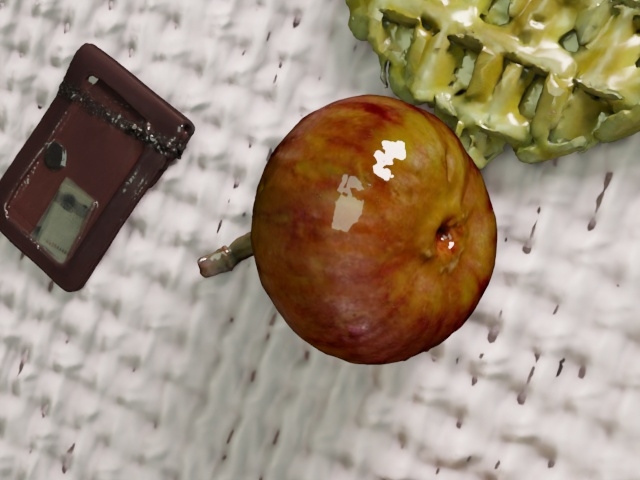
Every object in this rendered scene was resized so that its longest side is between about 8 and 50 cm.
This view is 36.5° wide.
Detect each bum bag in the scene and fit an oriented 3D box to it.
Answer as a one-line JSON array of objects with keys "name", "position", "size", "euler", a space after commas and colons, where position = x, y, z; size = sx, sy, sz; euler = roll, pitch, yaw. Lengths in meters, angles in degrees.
[{"name": "bum bag", "position": [-0.171, -0.051, 0.704], "size": [0.109, 0.026, 0.159], "euler": [41, 105, 15]}]

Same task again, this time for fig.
[{"name": "fig", "position": [0.027, -0.002, 0.590], "size": [0.149, 0.202, 0.148], "euler": [37, 81, -4]}]

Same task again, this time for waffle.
[{"name": "waffle", "position": [0.156, -0.198, 0.582], "size": [0.317, 0.073, 0.297], "euler": [-17, 83, 15]}]
